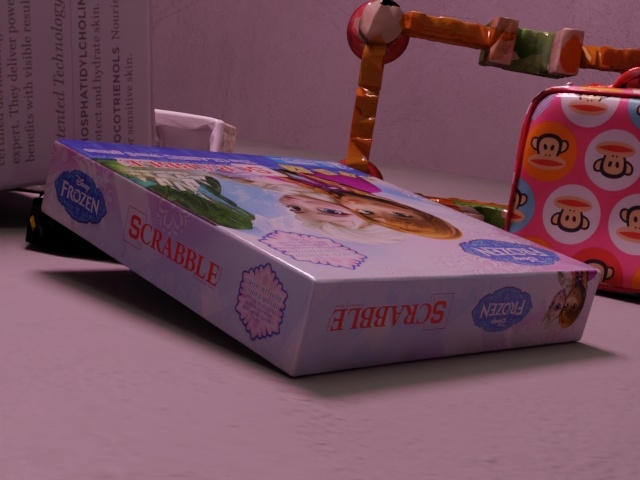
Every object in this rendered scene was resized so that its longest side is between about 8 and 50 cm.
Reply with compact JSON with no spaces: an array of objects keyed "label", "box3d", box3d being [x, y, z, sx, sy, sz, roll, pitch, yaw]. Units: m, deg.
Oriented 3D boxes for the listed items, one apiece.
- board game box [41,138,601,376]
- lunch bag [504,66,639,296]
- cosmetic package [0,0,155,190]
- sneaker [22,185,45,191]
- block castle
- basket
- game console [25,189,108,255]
[{"label":"board game box","box3d":[0.000,0.000,0.777,0.318,0.066,0.318,0,20,-45]},{"label":"lunch bag","box3d":[0.356,-0.067,1.060,0.293,0.258,0.120,12,9,26]},{"label":"cosmetic package","box3d":[-0.420,-0.229,0.985,0.329,0.327,0.393,15,20,39]},{"label":"sneaker","box3d":[-0.346,-0.096,1.253,0.170,0.071,0.068,7,8,-17]},{"label":"block castle","box3d":[0.241,-0.134,1.276,0.453,0.303,0.213,9,7,0]},{"label":"basket","box3d":[-0.233,-0.156,1.650,0.167,0.113,0.103,10,6,14]},{"label":"game console","box3d":[-0.173,-0.025,1.026,0.213,0.044,0.361,8,8,-9]}]
